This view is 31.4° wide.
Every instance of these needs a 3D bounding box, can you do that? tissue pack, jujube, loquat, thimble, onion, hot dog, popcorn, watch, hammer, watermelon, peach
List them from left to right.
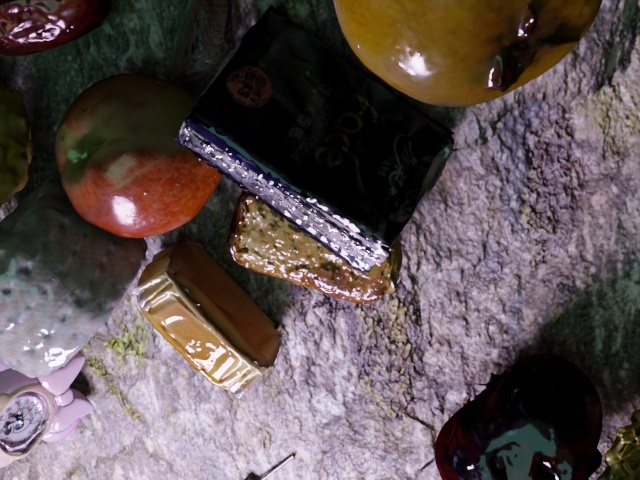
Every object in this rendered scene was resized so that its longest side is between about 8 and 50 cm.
[{"bbox_3d":[-0.525,-0.123,1.689,0.233,0.192,0.266,14,101,24],"label":"popcorn"},{"bbox_3d":[-0.545,0.247,1.905,0.217,0.248,0.211,21,125,34],"label":"watch"},{"bbox_3d":[-0.411,-0.348,1.566,0.243,0.183,0.183,-6,115,9],"label":"jujube"},{"bbox_3d":[-0.413,0.056,1.693,0.195,0.291,0.291,42,119,-15],"label":"thimble"},{"bbox_3d":[-0.239,-0.124,1.614,0.232,0.256,0.232,3,94,44],"label":"peach"},{"bbox_3d":[-0.154,-0.270,1.564,0.071,0.139,0.187,10,130,-20],"label":"watermelon"},{"bbox_3d":[-0.084,0.397,1.949,0.035,0.019,0.110,45,116,-11],"label":"hammer"},{"bbox_3d":[-0.001,-0.002,1.670,0.259,0.114,0.175,19,115,2],"label":"hot dog"},{"bbox_3d":[0.003,-0.140,1.527,0.332,0.245,0.123,35,152,-4],"label":"tissue pack"},{"bbox_3d":[0.161,-0.337,1.356,0.328,0.328,0.359,-42,57,28],"label":"loquat"},{"bbox_3d":[0.306,0.296,1.687,0.221,0.281,0.281,24,126,-35],"label":"onion"}]

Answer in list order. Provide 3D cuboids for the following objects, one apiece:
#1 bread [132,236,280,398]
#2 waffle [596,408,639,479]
[{"bbox_3d":[-0.175,0.119,1.760,0.107,0.136,0.241,-35,105,27],"label":"bread"},{"bbox_3d":[0.487,0.339,1.677,0.052,0.245,0.254,33,123,45],"label":"waffle"}]
